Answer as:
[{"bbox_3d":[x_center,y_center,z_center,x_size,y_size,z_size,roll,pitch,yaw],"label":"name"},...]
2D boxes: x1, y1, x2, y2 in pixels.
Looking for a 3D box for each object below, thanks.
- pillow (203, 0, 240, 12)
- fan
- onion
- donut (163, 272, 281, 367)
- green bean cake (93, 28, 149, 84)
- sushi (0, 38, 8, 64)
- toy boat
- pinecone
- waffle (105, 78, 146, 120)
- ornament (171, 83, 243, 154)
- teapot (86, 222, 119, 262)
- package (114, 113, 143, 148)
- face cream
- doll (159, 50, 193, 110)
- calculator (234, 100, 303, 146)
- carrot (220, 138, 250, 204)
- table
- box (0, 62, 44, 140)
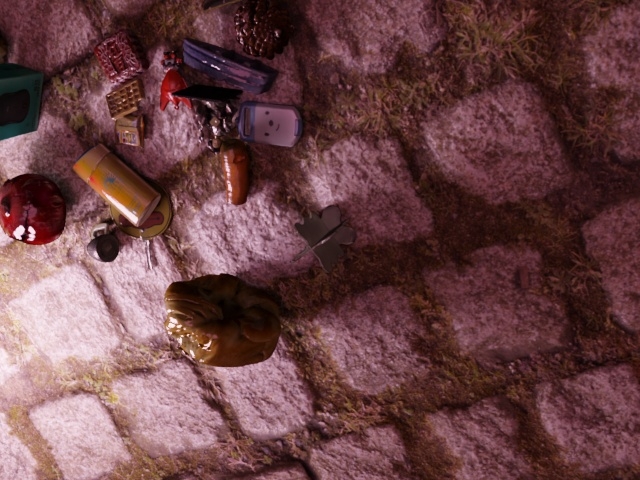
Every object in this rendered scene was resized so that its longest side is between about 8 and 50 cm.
[{"bbox_3d":[-0.217,-0.722,1.641,0.208,0.052,0.212,-8,71,20],"label":"pillow"},{"bbox_3d":[-0.582,-0.065,2.000,0.230,0.011,0.334,-1,104,16],"label":"fan"},{"bbox_3d":[-0.945,-0.101,1.998,0.247,0.190,0.246,4,98,31],"label":"onion"},{"bbox_3d":[-0.291,0.228,1.825,0.361,0.360,0.169,23,113,9],"label":"donut"},{"bbox_3d":[-0.597,-0.549,1.837,0.136,0.056,0.135,-23,97,21],"label":"green bean cake"},{"bbox_3d":[-1.150,-0.521,1.824,0.240,0.396,0.351,17,99,15],"label":"sushi"},{"bbox_3d":[-0.261,-0.494,1.720,0.283,0.127,0.078,23,117,7],"label":"toy boat"},{"bbox_3d":[-0.161,-0.577,1.657,0.174,0.173,0.173,4,107,15],"label":"pinecone"},{"bbox_3d":[-0.594,-0.431,1.878,0.135,0.021,0.092,-19,81,21],"label":"waffle"},{"bbox_3d":[-0.316,-0.337,1.782,0.167,0.153,0.195,10,118,14],"label":"ornament"},{"bbox_3d":[-0.724,0.013,2.037,0.091,0.124,0.092,-2,147,32],"label":"teapot"},{"bbox_3d":[-0.596,-0.345,1.911,0.121,0.031,0.107,10,107,21],"label":"package"},{"bbox_3d":[-0.647,-0.184,1.944,0.285,0.067,0.139,41,109,3],"label":"face cream"},{"bbox_3d":[-0.434,-0.471,1.812,0.109,0.057,0.168,-1,106,18],"label":"doll"},{"bbox_3d":[-0.151,-0.338,1.781,0.211,0.039,0.121,10,107,14],"label":"calculator"},{"bbox_3d":[-0.249,-0.205,1.827,0.087,0.087,0.193,3,118,15],"label":"carrot"},{"bbox_3d":[0.000,0.000,1.750,0.167,0.198,0.166,4,106,15],"label":"table"},{"bbox_3d":[-0.973,-0.414,1.847,0.118,0.311,0.205,20,110,0],"label":"box"}]
